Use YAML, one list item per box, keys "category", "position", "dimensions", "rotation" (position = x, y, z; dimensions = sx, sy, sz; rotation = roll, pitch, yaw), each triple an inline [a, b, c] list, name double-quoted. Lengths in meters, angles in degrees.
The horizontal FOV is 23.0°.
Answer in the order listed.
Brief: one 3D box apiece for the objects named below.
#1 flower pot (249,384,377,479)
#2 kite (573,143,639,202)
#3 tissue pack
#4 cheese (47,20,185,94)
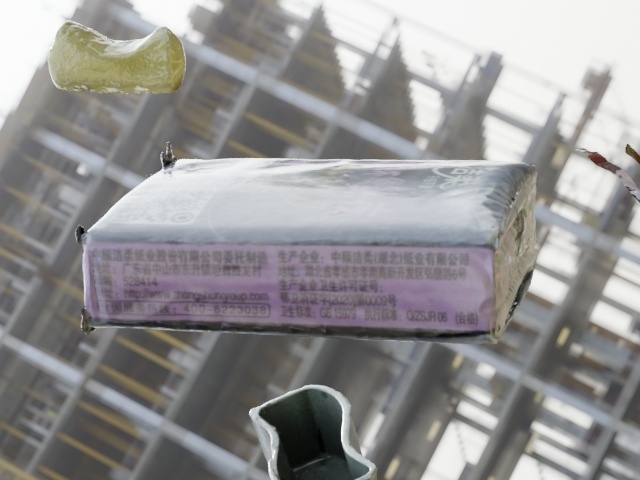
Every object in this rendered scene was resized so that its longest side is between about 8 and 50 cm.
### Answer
- category: "flower pot"
  position: [0.004, 0.245, 1.602]
  dimensions: [0.229, 0.103, 0.108]
  rotation: [-118, 10, -65]
- category: "kite"
  position: [0.309, 0.062, 1.032]
  dimensions: [0.022, 0.360, 0.204]
  rotation: [-48, 26, -12]
- category: "tissue pack"
  position: [0.000, 0.000, 1.366]
  dimensions: [0.259, 0.361, 0.122]
  rotation: [-52, -38, -67]
- category: "cheese"
  position: [-0.120, -0.109, 0.931]
  dimensions: [0.030, 0.083, 0.044]
  rotation: [-43, -46, -68]
